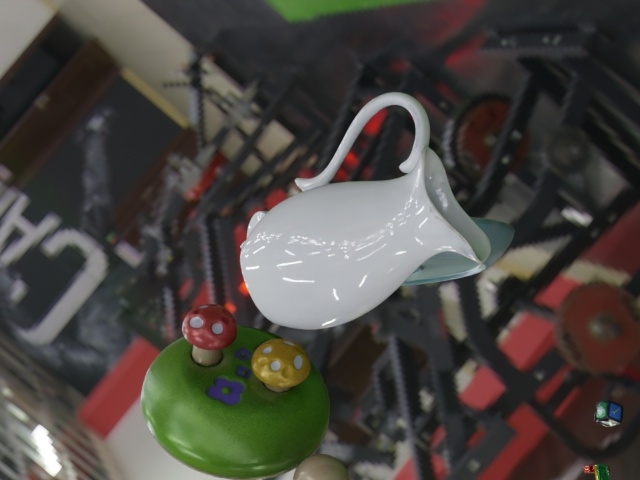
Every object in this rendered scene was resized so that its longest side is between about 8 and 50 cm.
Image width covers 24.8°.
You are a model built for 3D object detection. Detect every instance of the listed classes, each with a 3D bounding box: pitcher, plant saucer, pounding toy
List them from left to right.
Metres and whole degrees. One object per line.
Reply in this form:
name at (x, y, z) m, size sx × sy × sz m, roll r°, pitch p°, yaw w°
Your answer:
pounding toy at (-0.069, 0.139, 1.352) m, size 0.237 × 0.182 × 0.110 m, roll -108°, pitch 22°, yaw -46°
pitcher at (0.027, -0.023, 1.323) m, size 0.125 × 0.207 × 0.178 m, roll 12°, pitch -123°, yaw -65°
plant saucer at (0.067, 0.019, 1.683) m, size 0.317 × 0.044 × 0.317 m, roll -2°, pitch 170°, yaw 0°

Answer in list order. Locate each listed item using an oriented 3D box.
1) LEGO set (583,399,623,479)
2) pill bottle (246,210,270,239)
LEGO set at (0.337, 0.286, 1.492) m, size 0.244 × 0.182 × 0.060 m, roll 49°, pitch 146°, yaw -8°
pill bottle at (0.000, 0.000, 1.933) m, size 0.184 × 0.103 × 0.103 m, roll 1°, pitch -165°, yaw -29°
